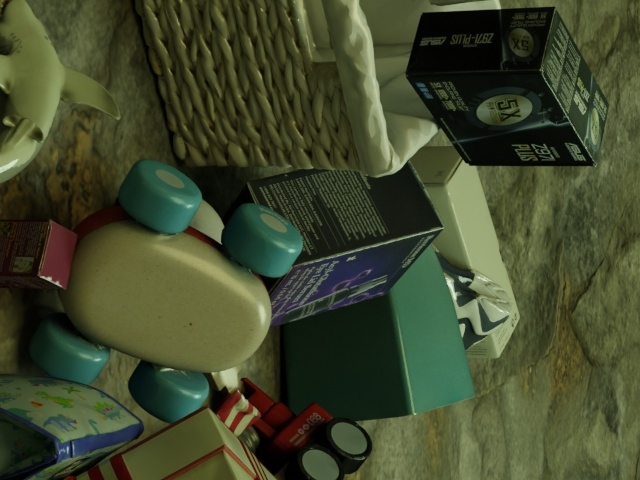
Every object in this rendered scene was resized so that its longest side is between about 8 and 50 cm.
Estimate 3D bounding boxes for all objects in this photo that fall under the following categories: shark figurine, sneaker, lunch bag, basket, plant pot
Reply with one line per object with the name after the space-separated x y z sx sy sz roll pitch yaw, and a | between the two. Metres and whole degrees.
-0.290 -0.088 1.634 0.166 0.116 0.278 37 43 -14 | shark figurine
0.102 0.075 2.311 0.235 0.153 0.094 29 25 -22 | sneaker
-0.251 0.170 1.645 0.129 0.151 0.096 -11 100 -60 | lunch bag
0.000 -0.275 1.952 0.331 0.266 0.328 -45 128 -49 | basket
0.057 0.084 2.169 0.166 0.165 0.234 -5 87 -60 | plant pot

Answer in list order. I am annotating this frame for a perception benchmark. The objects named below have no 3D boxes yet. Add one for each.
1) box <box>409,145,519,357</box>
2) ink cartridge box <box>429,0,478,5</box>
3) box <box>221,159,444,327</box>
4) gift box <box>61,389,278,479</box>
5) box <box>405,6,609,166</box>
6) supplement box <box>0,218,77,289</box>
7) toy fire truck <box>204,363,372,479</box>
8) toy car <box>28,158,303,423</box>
0.163 0.017 2.392 0.094 0.113 0.275 -54 136 -45 | box
0.137 -0.363 1.834 0.160 0.093 0.219 -61 137 -38 | ink cartridge box
0.000 0.000 1.974 0.207 0.153 0.108 -15 67 -32 | box
-0.123 0.300 1.675 0.258 0.255 0.276 61 -3 32 | gift box
0.190 -0.151 1.881 0.180 0.147 0.077 50 49 -51 | box
-0.267 0.012 1.680 0.043 0.083 0.055 34 63 -54 | supplement box
-0.092 0.201 1.962 0.217 0.246 0.158 -38 164 -51 | toy fire truck
-0.162 0.011 1.809 0.210 0.238 0.219 23 111 -24 | toy car
